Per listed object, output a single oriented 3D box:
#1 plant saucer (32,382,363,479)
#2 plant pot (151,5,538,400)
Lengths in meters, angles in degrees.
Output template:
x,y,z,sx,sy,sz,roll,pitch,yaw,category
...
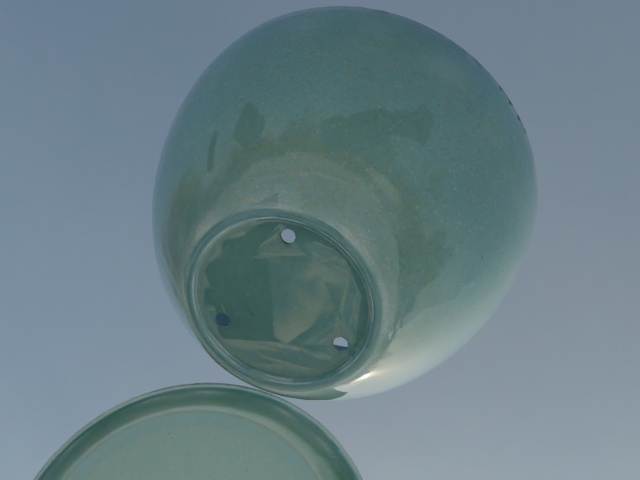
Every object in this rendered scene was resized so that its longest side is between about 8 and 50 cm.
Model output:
x,y,z,sx,sy,sz,roll,pitch,yaw,category
-0.105,0.272,0.955,0.317,0.317,0.044,56,-14,-14,plant saucer
0.000,0.000,0.819,0.290,0.195,0.290,6,-64,13,plant pot
